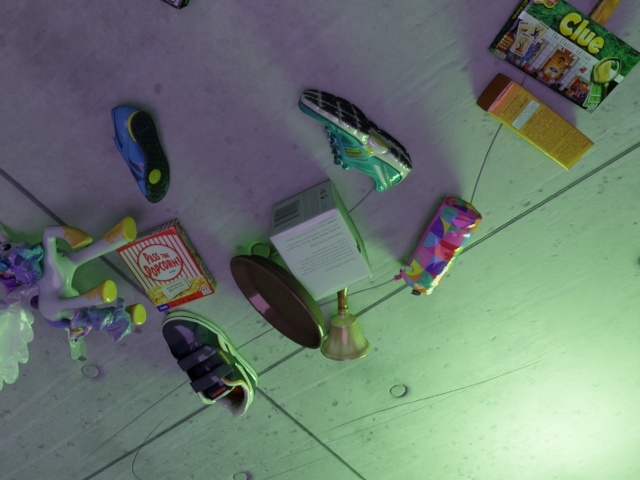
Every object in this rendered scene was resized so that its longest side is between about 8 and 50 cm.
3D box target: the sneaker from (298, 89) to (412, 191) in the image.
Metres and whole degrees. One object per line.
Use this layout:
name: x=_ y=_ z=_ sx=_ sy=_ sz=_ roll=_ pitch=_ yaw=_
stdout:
sneaker: x=0.061 y=-0.193 z=0.991 sx=0.275 sy=0.107 sz=0.110 roll=36 pitch=121 yaw=-20

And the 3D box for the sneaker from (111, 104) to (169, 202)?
sneaker: x=-0.368 y=-0.174 z=1.005 sx=0.082 sy=0.069 sz=0.209 roll=17 pitch=133 yaw=25

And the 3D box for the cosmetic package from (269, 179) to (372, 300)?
cosmetic package: x=0.000 y=0.000 z=1.065 sx=0.152 sy=0.151 sz=0.183 roll=-25 pitch=119 yaw=10

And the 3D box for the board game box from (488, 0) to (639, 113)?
board game box: x=0.470 y=-0.361 z=0.946 sx=0.260 sy=0.030 sz=0.136 roll=23 pitch=122 yaw=-15

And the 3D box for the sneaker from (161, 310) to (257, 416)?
sneaker: x=-0.277 y=0.315 z=1.247 sx=0.126 sy=0.127 sz=0.321 roll=-34 pitch=114 yaw=17

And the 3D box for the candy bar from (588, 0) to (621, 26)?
candy bar: x=0.541 y=-0.450 z=0.914 sx=0.040 sy=0.018 sz=0.161 roll=21 pitch=116 yaw=-14

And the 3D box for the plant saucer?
plant saucer: x=-0.092 y=0.132 z=1.108 sx=0.041 sy=0.278 sz=0.277 roll=-46 pitch=121 yaw=-26

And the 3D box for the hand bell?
hand bell: x=0.053 y=0.156 z=1.200 sx=0.126 sy=0.126 sz=0.241 roll=-5 pitch=108 yaw=0

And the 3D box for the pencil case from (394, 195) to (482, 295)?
pencil case: x=0.266 y=0.015 z=1.121 sx=0.105 sy=0.104 sz=0.236 roll=21 pitch=115 yaw=-14

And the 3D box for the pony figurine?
pony figurine: x=-0.558 y=0.121 z=1.047 sx=0.364 sy=0.303 sz=0.350 roll=-5 pitch=93 yaw=18

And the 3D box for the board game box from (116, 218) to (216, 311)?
board game box: x=-0.351 y=0.061 z=1.141 sx=0.147 sy=0.045 sz=0.193 roll=-21 pitch=118 yaw=8

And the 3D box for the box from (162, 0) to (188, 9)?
box: x=-0.283 y=-0.495 z=0.809 sx=0.180 sy=0.077 sz=0.147 roll=24 pitch=116 yaw=-16

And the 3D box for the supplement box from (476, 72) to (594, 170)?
supplement box: x=0.432 y=-0.237 z=0.997 sx=0.234 sy=0.078 sz=0.080 roll=27 pitch=115 yaw=-17
